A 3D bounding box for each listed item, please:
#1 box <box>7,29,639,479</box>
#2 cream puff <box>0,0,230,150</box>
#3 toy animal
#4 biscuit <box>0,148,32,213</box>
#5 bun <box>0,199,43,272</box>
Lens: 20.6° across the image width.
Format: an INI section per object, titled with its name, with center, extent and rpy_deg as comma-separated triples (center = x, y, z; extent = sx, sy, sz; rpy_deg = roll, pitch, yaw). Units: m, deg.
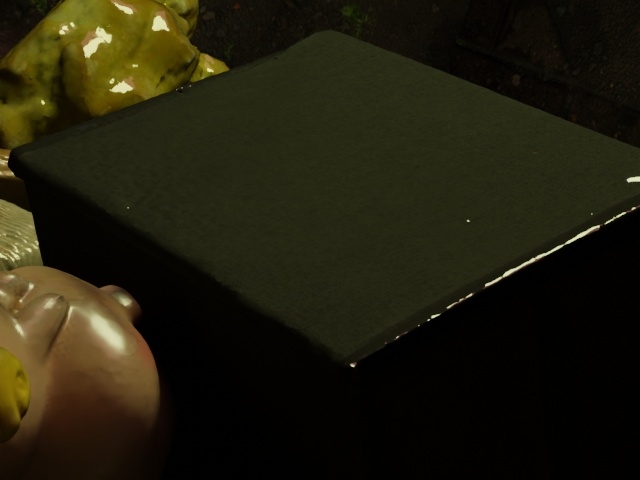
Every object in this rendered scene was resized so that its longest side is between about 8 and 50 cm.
[box]
center = 0.022, 0.043, 1.028
extent = 0.251, 0.204, 0.345
rpy_deg = -25, 33, -28
[cream puff]
center = -0.191, -0.098, 1.637
extent = 0.257, 0.291, 0.324
rpy_deg = 43, -23, -12
[toy animal]
center = -0.177, 0.082, 0.893
extent = 0.248, 0.149, 0.165
rpy_deg = 20, 18, -44
[biscuit]
center = -0.276, -0.022, 1.248
extent = 0.301, 0.197, 0.049
rpy_deg = 17, 43, -22
[bun]
center = -0.256, 0.030, 1.134
extent = 0.166, 0.113, 0.173
rpy_deg = 2, 20, -40
